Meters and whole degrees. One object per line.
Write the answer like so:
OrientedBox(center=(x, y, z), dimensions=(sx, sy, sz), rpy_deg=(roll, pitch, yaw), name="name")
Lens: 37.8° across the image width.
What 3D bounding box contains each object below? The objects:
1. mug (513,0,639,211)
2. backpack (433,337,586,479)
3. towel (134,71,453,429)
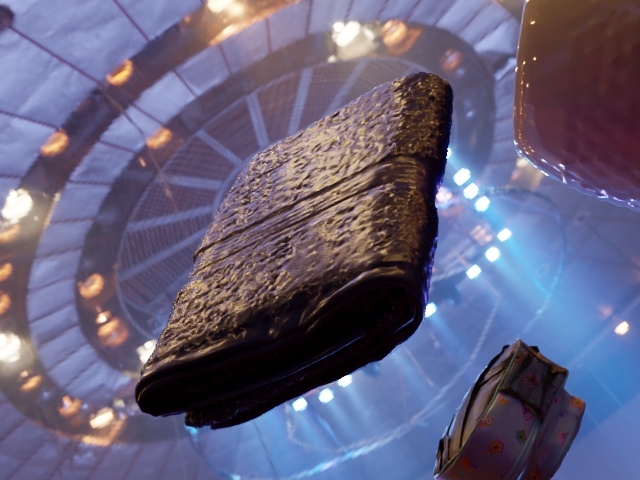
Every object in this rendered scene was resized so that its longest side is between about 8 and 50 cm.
OrientedBox(center=(0.366, -0.179, 0.892), dimensions=(0.374, 0.328, 0.276), rpy_deg=(-65, -24, -47), name="mug")
OrientedBox(center=(0.230, 0.244, 1.167), dimensions=(0.188, 0.144, 0.166), rpy_deg=(-43, -12, -35), name="backpack")
OrientedBox(center=(0.000, 0.000, 0.710), dimensions=(0.227, 0.308, 0.076), rpy_deg=(-24, -63, 26), name="towel")
